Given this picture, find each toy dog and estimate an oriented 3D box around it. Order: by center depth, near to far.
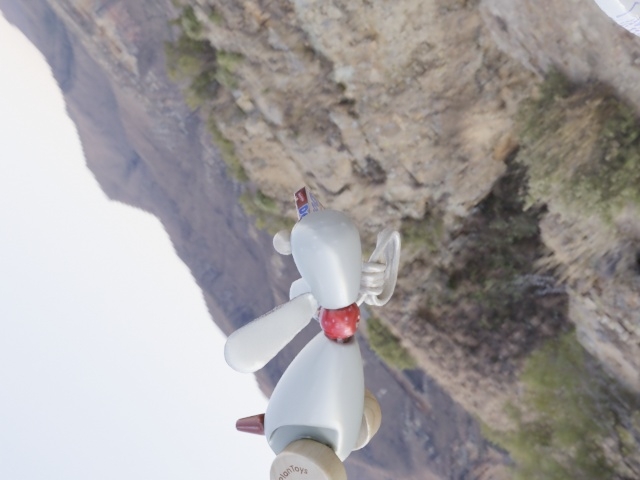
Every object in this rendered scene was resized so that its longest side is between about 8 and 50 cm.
[{"bbox_3d":[-0.027,0.129,0.909,0.161,0.333,0.220,7,-178,21],"label":"toy dog"}]

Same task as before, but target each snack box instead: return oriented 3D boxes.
[{"bbox_3d":[0.000,0.000,1.034,0.064,0.022,0.178,48,-164,-31],"label":"snack box"}]

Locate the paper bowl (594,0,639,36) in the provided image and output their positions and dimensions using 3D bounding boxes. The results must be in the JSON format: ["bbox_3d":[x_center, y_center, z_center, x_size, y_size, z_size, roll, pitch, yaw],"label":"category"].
[{"bbox_3d":[0.311,-0.252,0.517,0.285,0.148,0.284,7,162,2],"label":"paper bowl"}]
